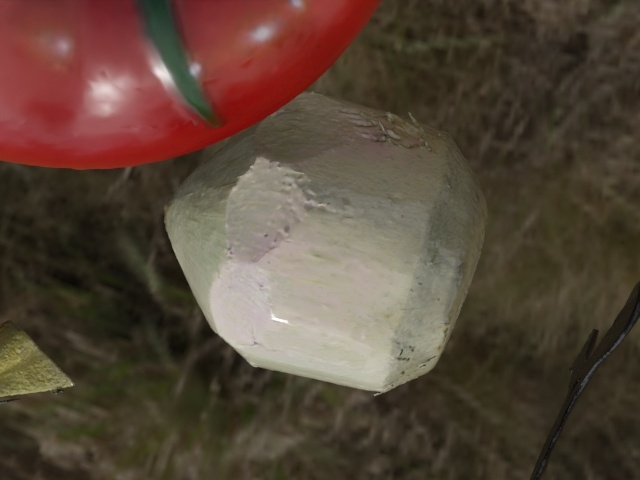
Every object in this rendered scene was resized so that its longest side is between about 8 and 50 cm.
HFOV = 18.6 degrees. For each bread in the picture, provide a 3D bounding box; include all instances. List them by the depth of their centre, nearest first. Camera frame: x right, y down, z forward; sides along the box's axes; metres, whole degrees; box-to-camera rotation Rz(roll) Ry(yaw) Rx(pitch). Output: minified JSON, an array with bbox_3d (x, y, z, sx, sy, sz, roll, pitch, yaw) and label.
[{"bbox_3d":[-0.290,0.136,1.785,0.080,0.109,0.084,50,165,-16],"label":"bread"}]

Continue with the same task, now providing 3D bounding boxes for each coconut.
[{"bbox_3d":[0.000,0.000,1.449,0.234,0.224,0.224,22,133,-2],"label":"coconut"}]

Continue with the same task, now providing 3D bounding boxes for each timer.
[{"bbox_3d":[-0.128,-0.228,1.032,0.378,0.279,0.378,-5,112,-14],"label":"timer"}]

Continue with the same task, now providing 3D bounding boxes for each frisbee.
[{"bbox_3d":[0.202,0.104,1.496,0.012,0.187,0.211,27,111,3],"label":"frisbee"}]
